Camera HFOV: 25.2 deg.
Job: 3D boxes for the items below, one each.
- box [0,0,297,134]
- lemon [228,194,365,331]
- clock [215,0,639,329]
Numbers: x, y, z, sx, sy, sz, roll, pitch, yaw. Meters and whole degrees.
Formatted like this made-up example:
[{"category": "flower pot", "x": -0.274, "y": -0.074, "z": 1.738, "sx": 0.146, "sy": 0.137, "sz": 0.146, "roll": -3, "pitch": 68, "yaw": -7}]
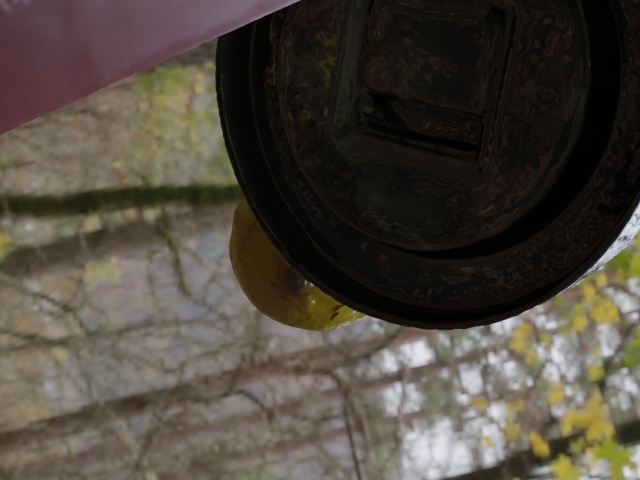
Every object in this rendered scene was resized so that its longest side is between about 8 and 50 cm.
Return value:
[{"category": "box", "x": -0.091, "y": -0.206, "z": 0.434, "sx": 0.344, "sy": 0.385, "sz": 0.122, "roll": 46, "pitch": -26, "yaw": 37}, {"category": "lemon", "x": 0.002, "y": -0.001, "z": 1.391, "sx": 0.180, "sy": 0.193, "sz": 0.180, "roll": 25, "pitch": -53, "yaw": 38}, {"category": "clock", "x": 0.078, "y": -0.105, "z": 0.897, "sx": 0.066, "sy": 0.319, "sz": 0.319, "roll": -10, "pitch": 88, "yaw": -56}]
